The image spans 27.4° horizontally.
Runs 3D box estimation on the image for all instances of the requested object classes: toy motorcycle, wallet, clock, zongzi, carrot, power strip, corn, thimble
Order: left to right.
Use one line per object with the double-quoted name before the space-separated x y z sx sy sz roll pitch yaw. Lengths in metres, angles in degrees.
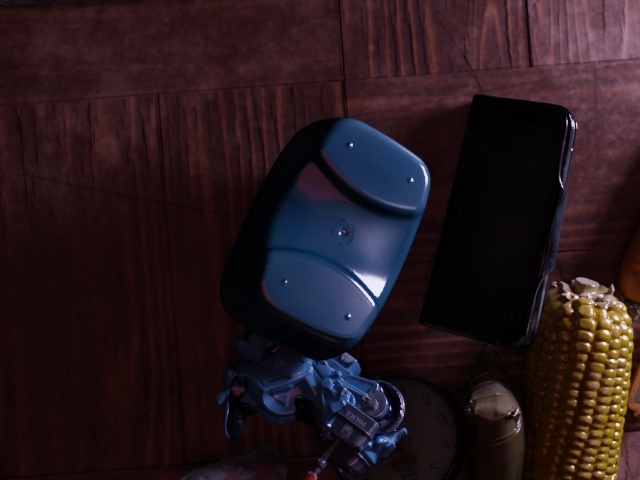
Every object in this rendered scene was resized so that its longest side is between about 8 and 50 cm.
"thimble" -0.097 0.376 1.689 0.149 0.185 0.211 -14 65 -4
"toy motorcycle" -0.025 0.210 1.687 0.272 0.123 0.182 32 74 27
"clock" 0.099 0.262 1.722 0.184 0.040 0.184 -3 72 10
"zongzi" 0.230 0.254 1.723 0.081 0.178 0.189 -4 114 9
"wallet" 0.235 -0.025 1.703 0.172 0.045 0.318 13 93 39
"corn" 0.327 0.242 1.705 0.144 0.144 0.387 6 92 -1
"power strip" 0.457 0.154 1.757 0.049 0.028 0.178 21 93 -1
"carrot" 0.459 -0.050 1.732 0.069 0.069 0.336 19 90 -1

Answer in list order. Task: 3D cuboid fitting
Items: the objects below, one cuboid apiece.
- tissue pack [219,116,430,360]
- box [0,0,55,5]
"tissue pack" 0.000 0.000 1.650 0.198 0.206 0.287 27 75 -13
"box" -0.344 -0.511 1.667 0.373 0.138 0.420 -4 92 1
